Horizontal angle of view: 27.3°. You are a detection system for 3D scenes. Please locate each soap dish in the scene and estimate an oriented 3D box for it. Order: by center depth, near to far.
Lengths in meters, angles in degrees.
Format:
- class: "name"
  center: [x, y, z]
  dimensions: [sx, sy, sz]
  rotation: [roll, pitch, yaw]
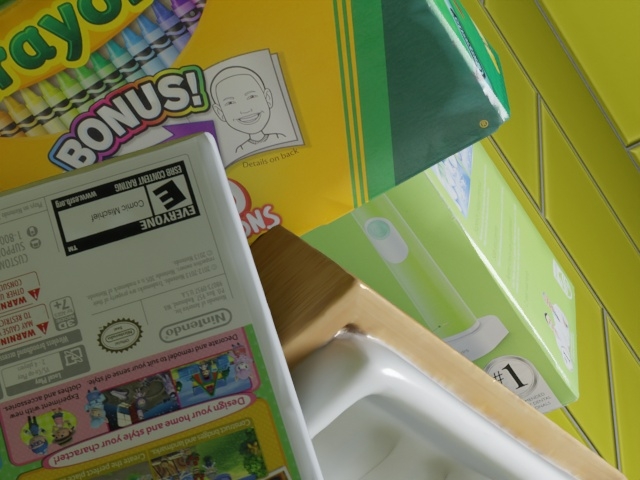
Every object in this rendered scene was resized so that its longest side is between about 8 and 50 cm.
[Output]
- class: "soap dish"
  center: [-0.001, 0.132, 0.656]
  dimensions: [0.291, 0.229, 0.118]
  rotation: [37, 15, -48]

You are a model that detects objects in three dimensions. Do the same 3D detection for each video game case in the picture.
- class: "video game case"
  center: [-0.115, 0.076, 0.499]
  dimensions: [0.023, 0.212, 0.193]
  rotation: [89, -17, -72]

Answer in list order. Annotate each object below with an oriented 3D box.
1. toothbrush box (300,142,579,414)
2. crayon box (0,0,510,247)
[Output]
- class: "toothbrush box"
  center: [0.000, 0.000, 0.798]
  dimensions: [0.283, 0.206, 0.122]
  rotation: [52, 26, -24]
- class: "crayon box"
  center: [-0.073, -0.069, 0.621]
  dimensions: [0.165, 0.278, 0.081]
  rotation: [52, 21, -25]
